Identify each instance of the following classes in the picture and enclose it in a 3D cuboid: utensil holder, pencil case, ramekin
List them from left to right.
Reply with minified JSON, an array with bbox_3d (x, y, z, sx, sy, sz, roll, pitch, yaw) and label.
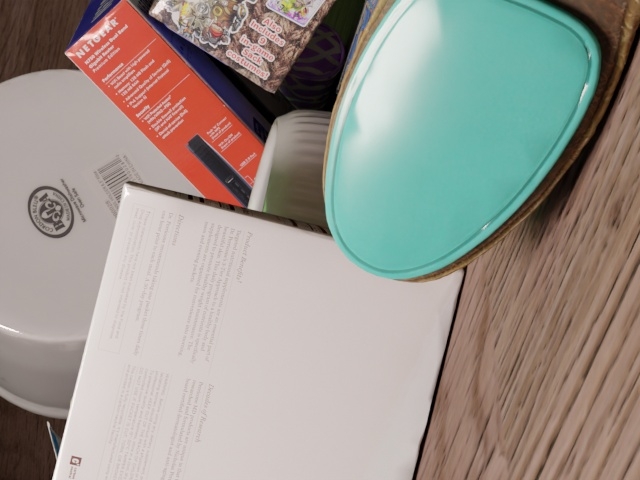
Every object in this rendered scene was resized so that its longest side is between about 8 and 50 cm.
[{"bbox_3d":[-0.290,0.014,1.815,0.385,0.327,0.327,109,173,-73],"label":"utensil holder"},{"bbox_3d":[-0.031,-0.183,1.881,0.206,0.088,0.086,118,162,-62],"label":"pencil case"},{"bbox_3d":[0.000,0.000,1.172,0.207,0.109,0.207,-167,90,-83],"label":"ramekin"}]

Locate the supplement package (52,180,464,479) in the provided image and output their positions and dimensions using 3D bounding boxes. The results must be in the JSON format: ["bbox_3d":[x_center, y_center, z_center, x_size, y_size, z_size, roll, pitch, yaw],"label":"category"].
[{"bbox_3d":[-0.043,0.080,0.967,0.149,0.203,0.194,-150,74,-84],"label":"supplement package"}]

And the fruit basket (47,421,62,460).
[{"bbox_3d":[-0.224,0.386,1.735,0.353,0.165,0.327,100,156,-68],"label":"fruit basket"}]

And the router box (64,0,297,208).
[{"bbox_3d":[-0.119,-0.148,1.652,0.082,0.301,0.335,-40,17,10],"label":"router box"}]

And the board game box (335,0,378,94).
[{"bbox_3d":[0.073,-0.159,1.080,0.194,0.060,0.194,-102,29,-69],"label":"board game box"}]

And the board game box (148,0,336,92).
[{"bbox_3d":[-0.027,-0.319,1.530,0.291,0.141,0.232,-55,12,13],"label":"board game box"}]

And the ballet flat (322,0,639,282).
[{"bbox_3d":[0.098,-0.134,0.698,0.124,0.116,0.342,-51,-17,-54],"label":"ballet flat"}]

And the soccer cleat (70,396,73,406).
[{"bbox_3d":[-0.168,0.206,1.683,0.331,0.143,0.116,-7,78,61],"label":"soccer cleat"}]
